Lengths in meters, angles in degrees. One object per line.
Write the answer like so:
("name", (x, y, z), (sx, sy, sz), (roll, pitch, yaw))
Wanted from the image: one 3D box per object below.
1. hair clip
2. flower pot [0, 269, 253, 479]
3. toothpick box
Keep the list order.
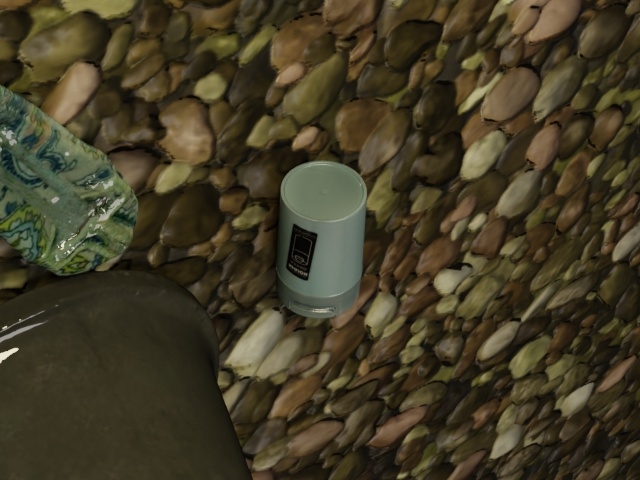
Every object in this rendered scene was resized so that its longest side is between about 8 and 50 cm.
("hair clip", (-0.146, -0.039, 0.758), (0.066, 0.036, 0.229), (-39, 155, 1))
("flower pot", (-0.127, 0.166, 0.904), (0.269, 0.166, 0.269), (-32, 147, -23))
("toothpick box", (0.000, 0.000, 0.958), (0.052, 0.052, 0.083), (-27, 144, -25))
